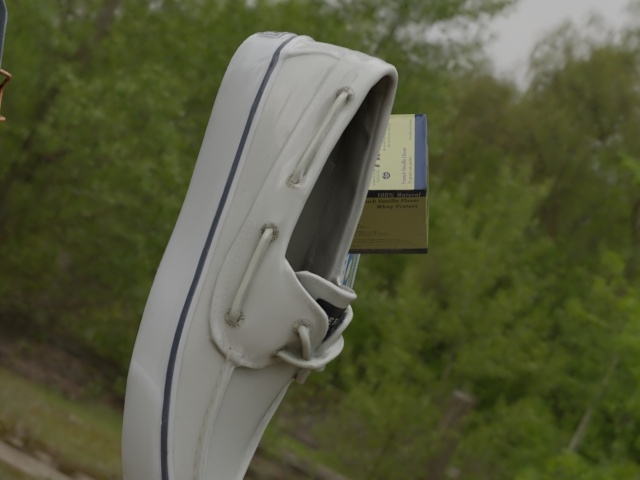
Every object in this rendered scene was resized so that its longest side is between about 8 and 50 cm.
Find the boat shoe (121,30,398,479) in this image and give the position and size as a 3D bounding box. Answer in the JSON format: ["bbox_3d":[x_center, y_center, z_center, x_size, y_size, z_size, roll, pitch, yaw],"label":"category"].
[{"bbox_3d":[-0.024,0.028,0.756,0.088,0.268,0.096,13,-10,25],"label":"boat shoe"}]

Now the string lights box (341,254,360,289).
[{"bbox_3d":[0.000,0.000,1.555,0.076,0.133,0.259,13,5,4],"label":"string lights box"}]

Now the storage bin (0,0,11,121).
[{"bbox_3d":[-0.257,-0.099,0.959,0.098,0.135,0.091,10,-5,-30],"label":"storage bin"}]

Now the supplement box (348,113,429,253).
[{"bbox_3d":[0.028,-0.035,0.949,0.083,0.056,0.083,-1,-29,5],"label":"supplement box"}]
